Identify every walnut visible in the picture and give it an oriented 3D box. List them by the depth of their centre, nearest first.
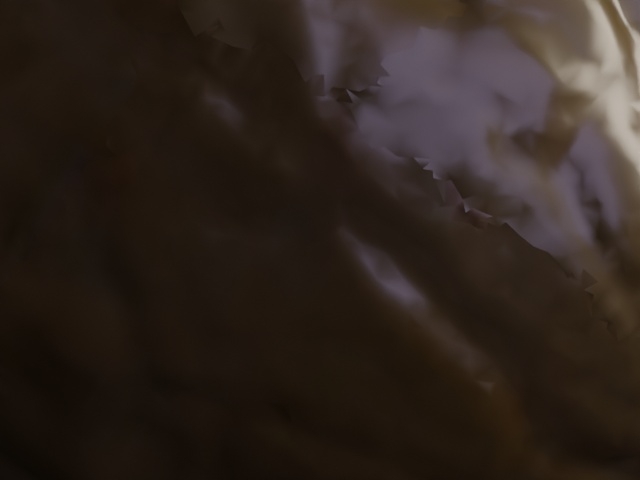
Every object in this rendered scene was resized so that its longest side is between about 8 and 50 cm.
[{"bbox_3d":[0.002,-0.002,0.512,0.313,0.277,0.252,40,55,20],"label":"walnut"}]
